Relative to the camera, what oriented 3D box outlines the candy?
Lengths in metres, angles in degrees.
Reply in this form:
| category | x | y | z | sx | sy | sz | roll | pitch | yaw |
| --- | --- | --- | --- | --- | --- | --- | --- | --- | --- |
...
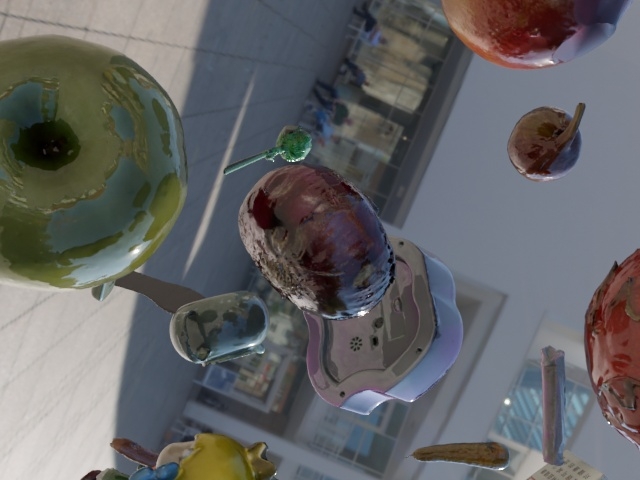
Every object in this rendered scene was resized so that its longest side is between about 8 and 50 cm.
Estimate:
| category | x | y | z | sx | sy | sz | roll | pitch | yaw |
| --- | --- | --- | --- | --- | --- | --- | --- | --- | --- |
| candy | -0.136 | -0.216 | 1.721 | 0.323 | 0.097 | 0.097 | -31 | 154 | -47 |

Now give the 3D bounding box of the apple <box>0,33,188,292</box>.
| category | x | y | z | sx | sy | sz | roll | pitch | yaw |
| --- | --- | --- | --- | --- | --- | --- | --- | --- | --- |
| apple | -0.355 | -0.093 | 0.923 | 0.357 | 0.357 | 0.357 | -156 | -90 | -87 |

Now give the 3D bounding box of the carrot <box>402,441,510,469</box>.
| category | x | y | z | sx | sy | sz | roll | pitch | yaw |
| --- | --- | --- | --- | --- | --- | --- | --- | --- | --- |
| carrot | 0.382 | 0.606 | 1.929 | 0.078 | 0.298 | 0.078 | -1 | 90 | -85 |

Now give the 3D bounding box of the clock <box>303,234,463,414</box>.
| category | x | y | z | sx | sy | sz | roll | pitch | yaw |
| --- | --- | --- | --- | --- | --- | --- | --- | --- | --- |
| clock | 0.094 | 0.148 | 1.282 | 0.338 | 0.102 | 0.338 | -16 | -118 | 33 |

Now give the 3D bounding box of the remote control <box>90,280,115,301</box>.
| category | x | y | z | sx | sy | sz | roll | pitch | yaw |
| --- | --- | --- | --- | --- | --- | --- | --- | --- | --- |
| remote control | -0.493 | 0.010 | 1.627 | 0.090 | 0.038 | 0.309 | -67 | 180 | -63 |

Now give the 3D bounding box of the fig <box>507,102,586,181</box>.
| category | x | y | z | sx | sy | sz | roll | pitch | yaw |
| --- | --- | --- | --- | --- | --- | --- | --- | --- | --- |
| fig | 0.518 | -0.216 | 1.530 | 0.207 | 0.175 | 0.175 | -132 | -115 | -79 |

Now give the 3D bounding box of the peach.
| category | x | y | z | sx | sy | sz | roll | pitch | yaw |
| --- | --- | --- | --- | --- | --- | --- | --- | --- | --- |
| peach | 0.403 | -0.490 | 1.240 | 0.388 | 0.388 | 0.388 | -156 | -90 | -87 |

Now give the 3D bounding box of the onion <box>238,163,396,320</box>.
| category | x | y | z | sx | sy | sz | roll | pitch | yaw |
| --- | --- | --- | --- | --- | --- | --- | --- | --- | --- |
| onion | 0.000 | 0.000 | 0.979 | 0.190 | 0.246 | 0.246 | -41 | 175 | -17 |

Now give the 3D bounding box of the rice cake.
| category | x | y | z | sx | sy | sz | roll | pitch | yaw |
| --- | --- | --- | --- | --- | --- | --- | --- | --- | --- |
| rice cake | 0.524 | 0.374 | 1.539 | 0.055 | 0.049 | 0.270 | 1 | 88 | -50 |

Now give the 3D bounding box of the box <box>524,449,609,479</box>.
| category | x | y | z | sx | sy | sz | roll | pitch | yaw |
| --- | --- | --- | --- | --- | --- | --- | --- | --- | --- |
| box | 0.546 | 0.674 | 1.684 | 0.330 | 0.095 | 0.210 | -34 | -179 | -4 |

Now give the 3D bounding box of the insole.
| category | x | y | z | sx | sy | sz | roll | pitch | yaw |
| --- | --- | --- | --- | --- | --- | --- | --- | --- | --- |
| insole | -0.439 | 0.140 | 1.849 | 0.119 | 0.348 | 0.009 | -40 | 141 | -53 |

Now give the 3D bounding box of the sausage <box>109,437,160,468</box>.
| category | x | y | z | sx | sy | sz | roll | pitch | yaw |
| --- | --- | --- | --- | --- | --- | --- | --- | --- | --- |
| sausage | -0.351 | 0.434 | 1.368 | 0.042 | 0.158 | 0.036 | -33 | -145 | 33 |

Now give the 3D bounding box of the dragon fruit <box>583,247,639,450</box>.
| category | x | y | z | sx | sy | sz | roll | pitch | yaw |
| --- | --- | --- | --- | --- | --- | --- | --- | --- | --- |
| dragon fruit | 0.388 | 0.119 | 0.697 | 0.241 | 0.252 | 0.241 | -31 | 175 | -3 |

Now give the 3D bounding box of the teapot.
| category | x | y | z | sx | sy | sz | roll | pitch | yaw |
| --- | --- | --- | --- | --- | --- | --- | --- | --- | --- |
| teapot | -0.192 | 0.174 | 1.319 | 0.294 | 0.193 | 0.129 | 4 | 69 | -70 |

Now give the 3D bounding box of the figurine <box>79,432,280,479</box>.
| category | x | y | z | sx | sy | sz | roll | pitch | yaw |
| --- | --- | --- | --- | --- | --- | --- | --- | --- | --- |
| figurine | -0.176 | 0.296 | 0.812 | 0.234 | 0.127 | 0.185 | -33 | -170 | -21 |
